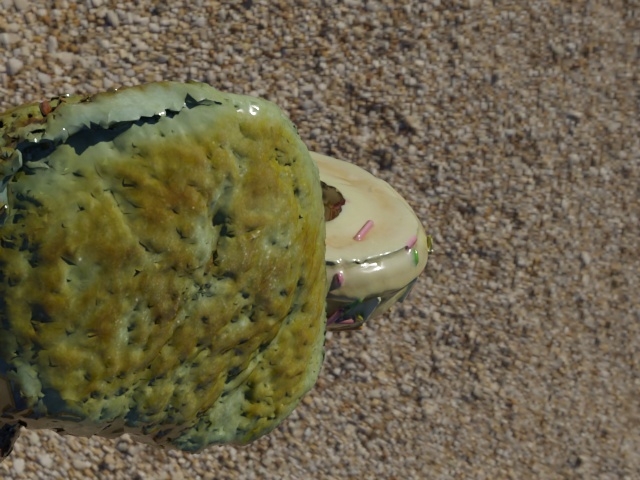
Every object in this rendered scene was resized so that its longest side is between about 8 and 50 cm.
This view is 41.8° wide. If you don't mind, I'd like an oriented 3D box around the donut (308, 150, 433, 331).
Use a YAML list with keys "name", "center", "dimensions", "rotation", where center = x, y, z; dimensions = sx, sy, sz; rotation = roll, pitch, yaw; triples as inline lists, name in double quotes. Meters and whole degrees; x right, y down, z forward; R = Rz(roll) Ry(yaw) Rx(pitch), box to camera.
- name: "donut"
  center: [0.005, -0.004, 1.281]
  dimensions: [0.307, 0.371, 0.150]
  rotation: [2, 123, -17]

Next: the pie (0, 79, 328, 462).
- name: "pie"
  center: [-0.156, 0.031, 0.836]
  dimensions: [0.418, 0.180, 0.395]
  rotation: [0, 110, -34]
